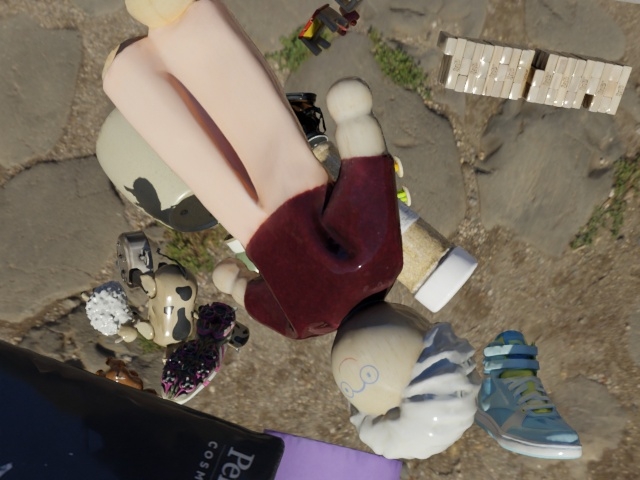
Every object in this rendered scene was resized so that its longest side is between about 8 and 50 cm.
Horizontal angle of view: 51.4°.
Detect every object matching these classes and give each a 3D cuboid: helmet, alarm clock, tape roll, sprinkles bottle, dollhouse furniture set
[{"bbox_3d":[-0.075,-0.264,1.559,0.162,0.169,0.169,-13,73,-9],"label":"helmet"},{"bbox_3d":[-0.411,0.041,1.478,0.064,0.192,0.129,-9,88,-30],"label":"alarm clock"},{"bbox_3d":[0.007,0.306,0.868,0.189,0.189,0.080,11,72,8],"label":"tape roll"},{"bbox_3d":[0.109,-0.029,1.193,0.355,0.121,0.121,41,81,10],"label":"sprinkles bottle"},{"bbox_3d":[0.077,-0.666,1.651,0.152,0.374,0.201,45,43,-1],"label":"dollhouse furniture set"}]

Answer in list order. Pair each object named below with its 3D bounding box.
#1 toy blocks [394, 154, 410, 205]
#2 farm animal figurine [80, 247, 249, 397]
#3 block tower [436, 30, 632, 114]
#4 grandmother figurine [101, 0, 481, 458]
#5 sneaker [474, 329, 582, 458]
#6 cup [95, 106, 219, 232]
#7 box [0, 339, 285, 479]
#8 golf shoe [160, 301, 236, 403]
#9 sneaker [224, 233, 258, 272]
[{"bbox_3d":[0.119,-0.119,1.510,0.148,0.054,0.123,-14,88,-3],"label":"toy blocks"},{"bbox_3d":[-0.280,0.180,1.335,0.172,0.326,0.330,18,36,38],"label":"farm animal figurine"},{"bbox_3d":[0.377,-0.305,1.215,0.336,0.091,0.097,9,113,-6],"label":"block tower"},{"bbox_3d":[-0.022,-0.011,0.438,0.104,0.208,0.342,-27,73,-34],"label":"grandmother figurine"},{"bbox_3d":[0.390,0.285,1.278,0.127,0.319,0.208,5,89,-14],"label":"sneaker"},{"bbox_3d":[-0.308,-0.160,1.505,0.331,0.331,0.237,-29,62,-4],"label":"cup"},{"bbox_3d":[-0.334,0.329,0.472,0.472,0.297,0.479,20,41,0],"label":"box"},{"bbox_3d":[-0.173,0.176,0.966,0.068,0.086,0.186,18,37,8],"label":"golf shoe"},{"bbox_3d":[0.000,0.000,0.678,0.192,0.064,0.086,-26,98,-29],"label":"sneaker"}]
